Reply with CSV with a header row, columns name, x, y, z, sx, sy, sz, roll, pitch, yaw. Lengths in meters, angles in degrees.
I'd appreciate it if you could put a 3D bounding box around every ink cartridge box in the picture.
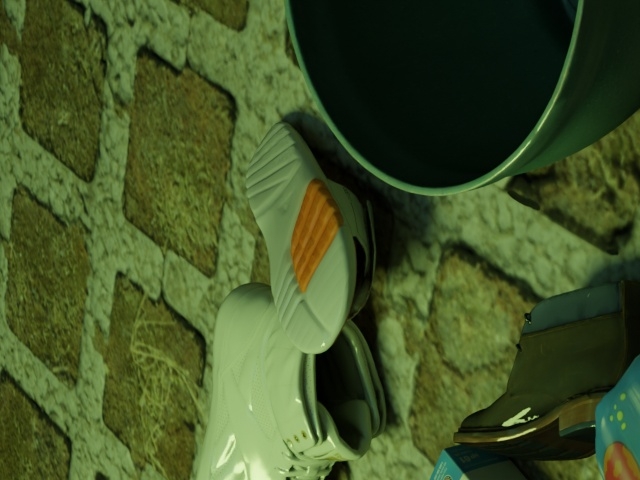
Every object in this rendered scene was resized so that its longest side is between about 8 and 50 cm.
name,x,y,z,sx,sy,sz,roll,pitch,yaw
ink cartridge box,0.132,0.225,1.295,0.122,0.052,0.088,49,134,36

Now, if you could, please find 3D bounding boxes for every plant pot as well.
name,x,y,z,sx,sy,sz,roll,pitch,yaw
plant pot,0.135,-0.184,1.072,0.293,0.196,0.293,17,111,53

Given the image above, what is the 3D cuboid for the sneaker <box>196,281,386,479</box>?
name,x,y,z,sx,sy,sz,roll,pitch,yaw
sneaker,-0.024,0.192,1.465,0.169,0.108,0.292,13,106,57

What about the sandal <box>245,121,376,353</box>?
name,x,y,z,sx,sy,sz,roll,pitch,yaw
sandal,0.005,-0.008,1.418,0.102,0.076,0.265,-55,31,27

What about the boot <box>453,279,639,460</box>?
name,x,y,z,sx,sy,sz,roll,pitch,yaw
boot,0.170,0.098,1.216,0.219,0.082,0.106,-22,58,59

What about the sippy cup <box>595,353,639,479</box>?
name,x,y,z,sx,sy,sz,roll,pitch,yaw
sippy cup,0.271,0.156,0.948,0.240,0.305,0.224,75,171,-46
